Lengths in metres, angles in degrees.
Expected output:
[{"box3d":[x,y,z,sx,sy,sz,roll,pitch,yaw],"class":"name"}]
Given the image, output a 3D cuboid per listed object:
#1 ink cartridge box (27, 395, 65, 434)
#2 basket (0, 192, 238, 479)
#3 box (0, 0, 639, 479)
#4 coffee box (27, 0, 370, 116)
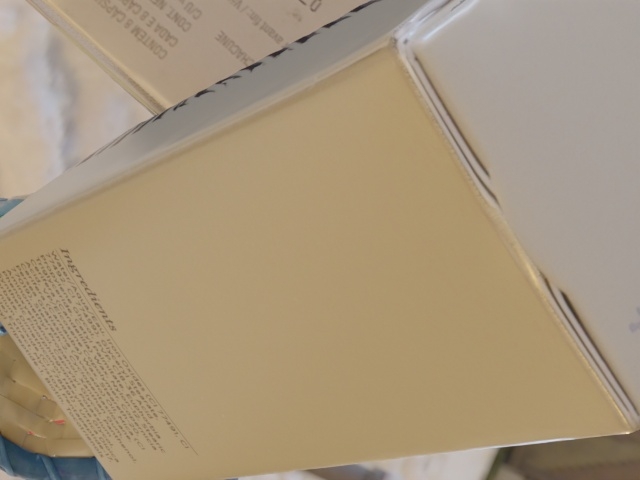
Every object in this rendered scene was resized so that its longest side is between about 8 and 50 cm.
[{"box3d":[-0.202,0.053,1.457,0.100,0.237,0.172,-106,173,-50],"class":"ink cartridge box"},{"box3d":[-0.148,0.104,0.968,0.201,0.255,0.289,42,43,-46],"class":"basket"},{"box3d":[0.000,0.000,0.490,0.094,0.113,0.275,-40,-167,-33],"class":"box"},{"box3d":[-0.021,-0.230,0.936,0.338,0.337,0.334,-48,-157,-2],"class":"coffee box"}]
